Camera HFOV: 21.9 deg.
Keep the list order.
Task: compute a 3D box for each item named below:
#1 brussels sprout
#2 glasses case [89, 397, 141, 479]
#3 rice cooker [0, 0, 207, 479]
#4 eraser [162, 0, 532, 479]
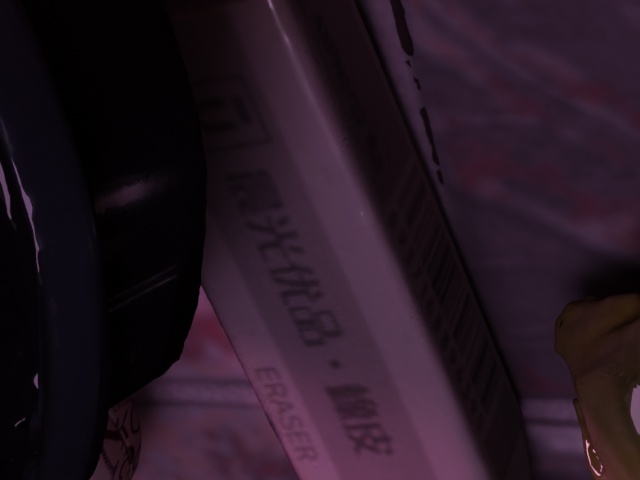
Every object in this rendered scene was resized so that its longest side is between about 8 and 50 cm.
[{"bbox_3d":[0.165,0.091,0.625,0.181,0.100,0.139,27,152,-13],"label":"brussels sprout"},{"bbox_3d":[-0.234,0.015,0.733,0.354,0.085,0.137,42,131,-12],"label":"glasses case"},{"bbox_3d":[-0.174,-0.022,0.534,0.267,0.224,0.267,44,145,43],"label":"rice cooker"},{"bbox_3d":[0.000,0.000,0.641,0.089,0.061,0.352,-9,123,28],"label":"eraser"}]
